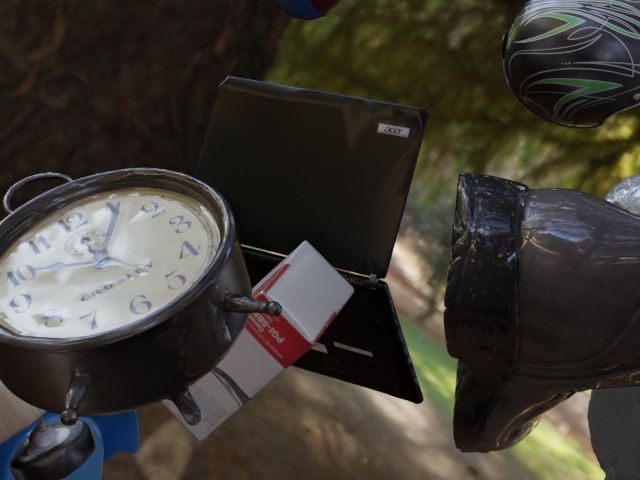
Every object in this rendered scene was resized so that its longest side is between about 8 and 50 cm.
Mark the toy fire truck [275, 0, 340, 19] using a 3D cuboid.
[{"bbox_3d":[-0.065,-0.276,0.902,0.254,0.169,0.302,55,3,-33],"label":"toy fire truck"}]

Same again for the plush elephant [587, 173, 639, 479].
[{"bbox_3d":[0.368,0.139,1.110,0.256,0.330,0.272,-2,29,-20],"label":"plush elephant"}]

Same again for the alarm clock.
[{"bbox_3d":[-0.107,0.016,0.659,0.192,0.129,0.064,46,-24,45],"label":"alarm clock"}]

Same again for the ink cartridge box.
[{"bbox_3d":[-0.050,0.075,1.021,0.056,0.135,0.099,46,29,-3],"label":"ink cartridge box"}]

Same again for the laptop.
[{"bbox_3d":[0.000,0.000,1.305,0.234,0.136,0.264,14,-39,32],"label":"laptop"}]

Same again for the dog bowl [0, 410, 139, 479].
[{"bbox_3d":[-0.259,0.244,1.230,0.166,0.297,0.074,-12,29,-40],"label":"dog bowl"}]

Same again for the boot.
[{"bbox_3d":[0.192,0.065,0.805,0.223,0.118,0.338,4,-17,9],"label":"boot"}]

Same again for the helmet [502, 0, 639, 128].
[{"bbox_3d":[0.295,-0.212,1.502,0.169,0.169,0.161,35,-24,-8],"label":"helmet"}]

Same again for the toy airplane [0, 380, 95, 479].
[{"bbox_3d":[-0.313,0.189,0.792,0.384,0.273,0.386,46,25,-61],"label":"toy airplane"}]
